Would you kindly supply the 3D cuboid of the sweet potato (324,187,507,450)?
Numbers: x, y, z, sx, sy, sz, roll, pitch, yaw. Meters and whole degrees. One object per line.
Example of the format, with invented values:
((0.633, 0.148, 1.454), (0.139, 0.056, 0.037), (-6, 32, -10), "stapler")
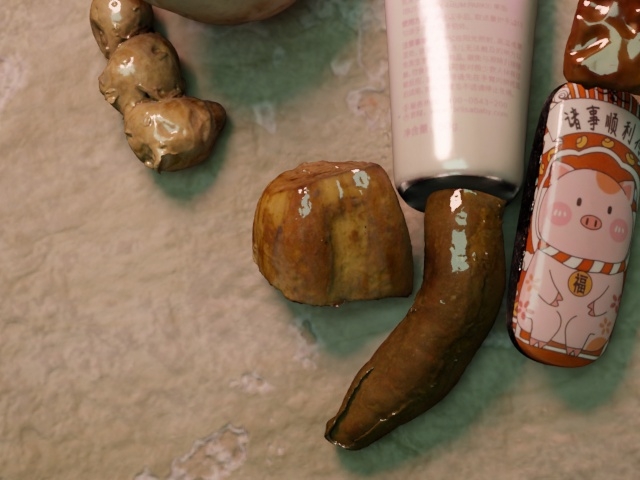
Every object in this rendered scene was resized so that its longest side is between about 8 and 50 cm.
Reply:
((0.096, 0.079, 1.726), (0.112, 0.085, 0.285), (34, 110, 14), "sweet potato")

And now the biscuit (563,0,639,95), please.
((0.422, -0.264, 1.585), (0.395, 0.166, 0.342), (12, 99, 6), "biscuit")

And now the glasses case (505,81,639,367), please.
((0.235, -0.016, 1.703), (0.103, 0.067, 0.266), (12, 84, -25), "glasses case")

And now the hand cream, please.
((0.132, -0.205, 1.759), (0.186, 0.118, 0.358), (1, 76, 6), "hand cream")

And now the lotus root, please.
((0.001, -0.004, 1.741), (0.159, 0.095, 0.135), (6, 119, 22), "lotus root")

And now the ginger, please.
((-0.172, -0.162, 1.836), (0.104, 0.080, 0.204), (-24, 75, -24), "ginger")

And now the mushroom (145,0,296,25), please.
((-0.134, -0.337, 1.767), (0.290, 0.297, 0.297), (-10, 78, 40), "mushroom")
